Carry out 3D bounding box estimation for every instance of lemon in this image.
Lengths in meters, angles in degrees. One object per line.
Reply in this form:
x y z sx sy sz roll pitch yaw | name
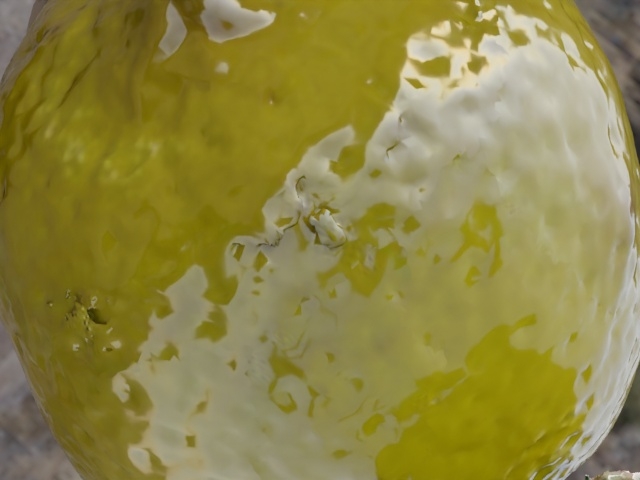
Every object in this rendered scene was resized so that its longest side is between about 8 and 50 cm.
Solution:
0.000 -0.001 0.821 0.336 0.336 0.336 -44 161 -19 | lemon

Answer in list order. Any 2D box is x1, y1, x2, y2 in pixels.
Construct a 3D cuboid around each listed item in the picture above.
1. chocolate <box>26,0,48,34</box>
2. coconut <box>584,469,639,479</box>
-0.093 -0.128 1.326 0.303 0.213 0.303 -11 105 -47 | chocolate
0.162 0.227 0.727 0.233 0.233 0.245 -58 -159 22 | coconut
